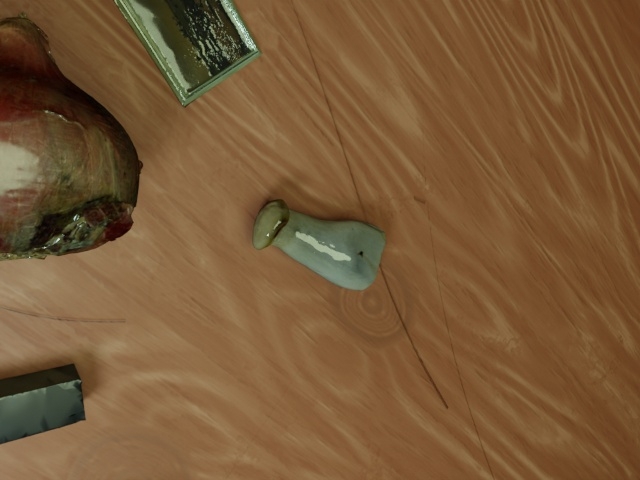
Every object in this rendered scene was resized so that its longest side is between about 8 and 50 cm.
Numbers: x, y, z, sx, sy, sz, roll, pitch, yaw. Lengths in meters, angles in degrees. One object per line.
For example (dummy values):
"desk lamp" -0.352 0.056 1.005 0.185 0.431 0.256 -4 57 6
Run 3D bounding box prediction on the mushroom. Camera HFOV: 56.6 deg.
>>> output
"mushroom" 0.000 0.000 1.263 0.329 0.122 0.159 23 52 -32

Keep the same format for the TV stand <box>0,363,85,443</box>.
"TV stand" -0.549 0.291 1.009 0.270 0.083 0.088 -10 104 -29

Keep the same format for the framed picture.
"framed picture" -0.241 -0.403 1.085 0.197 0.014 0.252 -40 117 -17

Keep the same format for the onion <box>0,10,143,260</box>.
"onion" -0.434 -0.110 0.854 0.354 0.354 0.353 -7 103 -29
